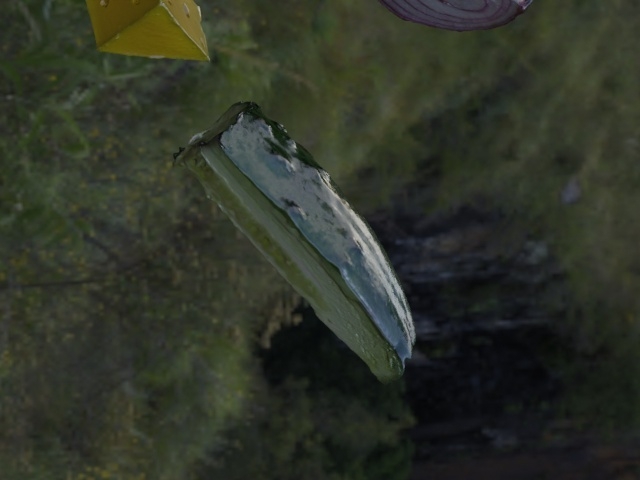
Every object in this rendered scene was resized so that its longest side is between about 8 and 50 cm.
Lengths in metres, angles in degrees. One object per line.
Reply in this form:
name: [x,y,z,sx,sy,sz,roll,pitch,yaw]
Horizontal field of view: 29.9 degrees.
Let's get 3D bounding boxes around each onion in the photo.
onion: [0.168,-0.387,1.516,0.216,0.206,0.207,35,71,-22]

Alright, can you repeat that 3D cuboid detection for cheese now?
cheese: [-0.209,-0.302,1.615,0.171,0.126,0.093,13,56,-53]

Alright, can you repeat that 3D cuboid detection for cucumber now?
cucumber: [0.002,-0.002,1.208,0.105,0.145,0.325,-44,99,-26]
